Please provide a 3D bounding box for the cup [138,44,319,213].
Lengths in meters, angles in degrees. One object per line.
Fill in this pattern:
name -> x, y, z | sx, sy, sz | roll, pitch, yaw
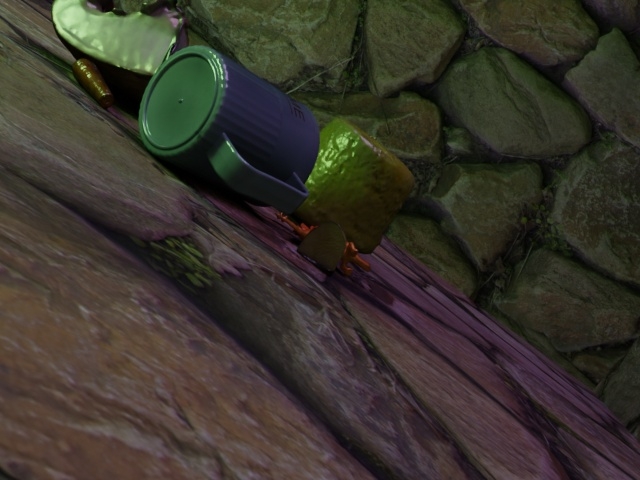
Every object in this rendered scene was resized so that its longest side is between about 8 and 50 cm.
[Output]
cup -> -0.190, -0.206, 1.424 | 0.311, 0.257, 0.331 | 23, 56, -52

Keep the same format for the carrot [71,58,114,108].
carrot -> -0.495, -0.344, 1.481 | 0.161, 0.055, 0.055 | 46, 12, 32

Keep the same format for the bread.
bread -> 0.076, -0.150, 1.880 | 0.348, 0.308, 0.348 | 39, 6, -5

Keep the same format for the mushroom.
mushroom -> -0.471, -0.434, 1.704 | 0.314, 0.224, 0.397 | 13, -16, 1

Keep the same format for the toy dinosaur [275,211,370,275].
toy dinosaur -> 0.000, 0.000, 1.548 | 0.288, 0.070, 0.117 | 29, 8, -25

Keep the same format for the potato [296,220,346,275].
potato -> 0.017, 0.008, 1.451 | 0.096, 0.103, 0.066 | 38, 11, 1
